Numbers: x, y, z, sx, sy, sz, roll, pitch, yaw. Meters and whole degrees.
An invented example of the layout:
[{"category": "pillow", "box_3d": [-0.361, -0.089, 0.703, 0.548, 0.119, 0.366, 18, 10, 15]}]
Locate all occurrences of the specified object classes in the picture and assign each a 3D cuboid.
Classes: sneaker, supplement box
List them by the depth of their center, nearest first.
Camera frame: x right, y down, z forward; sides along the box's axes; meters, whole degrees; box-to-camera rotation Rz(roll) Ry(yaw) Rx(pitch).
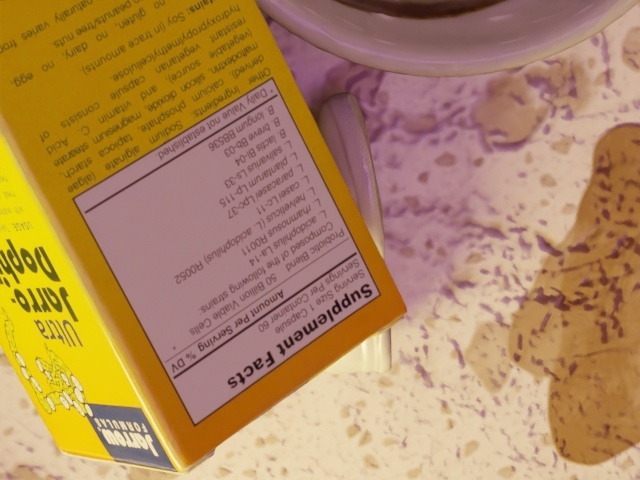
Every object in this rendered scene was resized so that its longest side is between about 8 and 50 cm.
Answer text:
[{"category": "supplement box", "box_3d": [-0.136, -0.054, 1.180, 0.194, 0.195, 0.356, -33, 105, -28]}, {"category": "sneaker", "box_3d": [0.000, 0.000, 1.323, 0.094, 0.080, 0.212, -4, 106, 4]}]

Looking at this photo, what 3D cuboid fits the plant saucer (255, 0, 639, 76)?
[{"category": "plant saucer", "box_3d": [0.083, -0.315, 1.238, 0.401, 0.100, 0.400, -3, 105, -9]}]
